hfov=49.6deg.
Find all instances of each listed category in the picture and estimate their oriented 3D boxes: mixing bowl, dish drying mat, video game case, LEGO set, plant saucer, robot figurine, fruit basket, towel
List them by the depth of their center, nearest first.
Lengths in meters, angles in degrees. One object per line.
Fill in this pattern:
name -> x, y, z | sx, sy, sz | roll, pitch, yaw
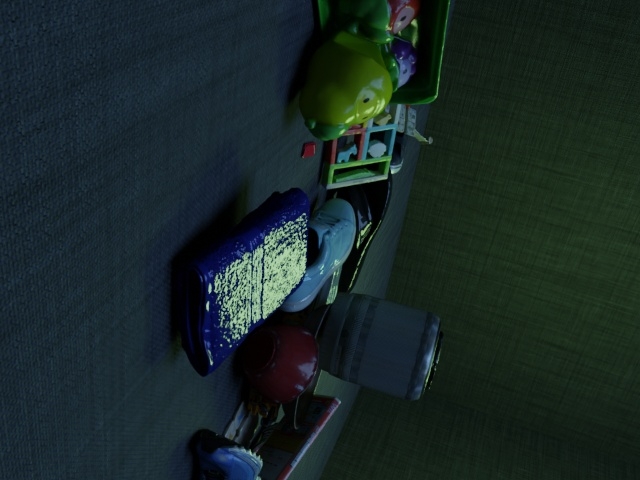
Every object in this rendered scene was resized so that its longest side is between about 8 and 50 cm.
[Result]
towel -> -0.129, 0.058, 1.183 | 0.308, 0.076, 0.228 | -41, 145, -47
fruit basket -> 0.105, -0.365, 1.383 | 0.392, 0.282, 0.392 | 1, 90, -85
mixing bowl -> -0.106, 0.255, 1.513 | 0.098, 0.181, 0.181 | 36, 68, -45
dish drying mat -> -0.025, -0.202, 1.550 | 0.083, 0.008, 0.032 | -33, 140, -72
plant saucer -> -0.032, 0.295, 1.671 | 0.310, 0.050, 0.311 | 16, 90, -80
robot figurine -> -0.103, 0.316, 1.704 | 0.291, 0.085, 0.211 | -59, 162, -58
video game case -> -0.082, 0.505, 1.733 | 0.285, 0.025, 0.204 | -51, -165, -24
LEGO set -> 0.211, -0.425, 1.934 | 0.182, 0.060, 0.244 | 4, 90, -55

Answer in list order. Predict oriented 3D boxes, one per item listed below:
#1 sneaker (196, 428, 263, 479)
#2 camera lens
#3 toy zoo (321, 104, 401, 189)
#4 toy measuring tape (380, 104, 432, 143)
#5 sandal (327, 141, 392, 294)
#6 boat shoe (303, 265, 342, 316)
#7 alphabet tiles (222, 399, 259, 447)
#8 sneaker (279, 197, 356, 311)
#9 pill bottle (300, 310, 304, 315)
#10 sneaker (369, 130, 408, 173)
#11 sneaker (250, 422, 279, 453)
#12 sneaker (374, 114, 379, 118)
sneaker -> -0.201, 0.518, 1.457 | 0.147, 0.129, 0.330 | -56, 151, -34
camera lens -> 0.151, 0.257, 1.700 | 0.219, 0.274, 0.219 | 15, 90, -81
toy zoo -> 0.106, -0.273, 1.706 | 0.192, 0.030, 0.293 | -13, 128, -29
toy measuring tape -> 0.248, -0.400, 2.071 | 0.330, 0.121, 0.121 | 25, 81, -47
sandal -> 0.078, -0.049, 1.889 | 0.107, 0.167, 0.446 | -2, 110, -58
boat shoe -> -0.010, 0.131, 1.854 | 0.109, 0.094, 0.302 | 0, 104, -73
alphabet tiles -> -0.214, 0.524, 1.677 | 0.278, 0.021, 0.284 | 95, 17, -44
sneaker -> 0.000, 0.000, 1.638 | 0.150, 0.135, 0.366 | 101, 13, -48
pill bottle -> 0.020, 0.251, 2.040 | 0.264, 0.146, 0.146 | -9, 116, -76
sneaker -> 0.215, -0.323, 2.185 | 0.321, 0.126, 0.127 | -74, 179, -60
sneaker -> -0.147, 0.560, 1.926 | 0.170, 0.074, 0.063 | -32, 115, -41
sneaker -> 0.111, -0.312, 1.839 | 0.215, 0.084, 0.083 | -50, 159, -63
